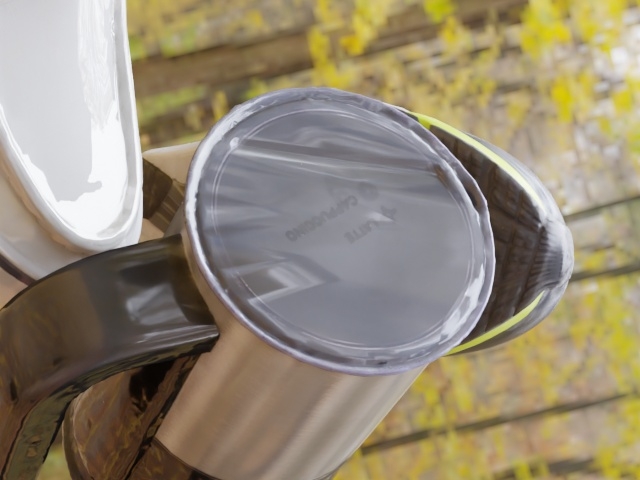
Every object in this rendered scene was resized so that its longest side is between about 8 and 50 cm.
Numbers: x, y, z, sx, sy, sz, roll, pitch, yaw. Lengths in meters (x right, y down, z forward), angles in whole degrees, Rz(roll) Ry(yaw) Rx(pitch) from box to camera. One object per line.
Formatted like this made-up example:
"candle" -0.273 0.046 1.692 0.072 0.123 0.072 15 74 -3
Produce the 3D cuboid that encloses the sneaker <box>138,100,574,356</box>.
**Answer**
"sneaker" 0.000 0.000 0.838 0.300 0.121 0.111 3 -91 50

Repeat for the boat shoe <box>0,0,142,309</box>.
"boat shoe" -0.089 -0.105 0.511 0.096 0.088 0.268 -34 115 -51

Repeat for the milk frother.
"milk frother" -0.013 0.061 0.520 0.143 0.129 0.135 50 -34 12
